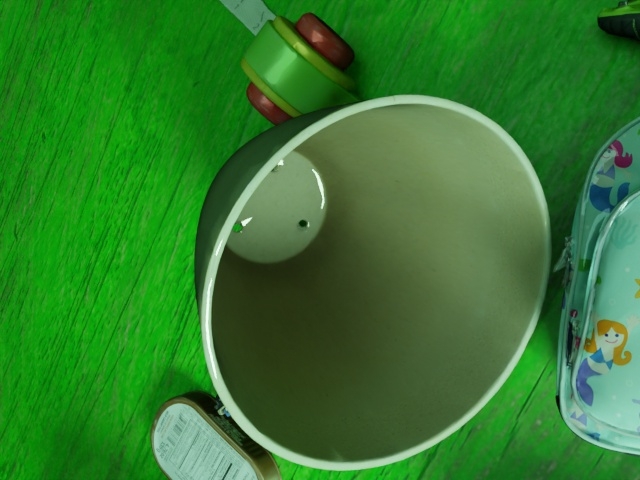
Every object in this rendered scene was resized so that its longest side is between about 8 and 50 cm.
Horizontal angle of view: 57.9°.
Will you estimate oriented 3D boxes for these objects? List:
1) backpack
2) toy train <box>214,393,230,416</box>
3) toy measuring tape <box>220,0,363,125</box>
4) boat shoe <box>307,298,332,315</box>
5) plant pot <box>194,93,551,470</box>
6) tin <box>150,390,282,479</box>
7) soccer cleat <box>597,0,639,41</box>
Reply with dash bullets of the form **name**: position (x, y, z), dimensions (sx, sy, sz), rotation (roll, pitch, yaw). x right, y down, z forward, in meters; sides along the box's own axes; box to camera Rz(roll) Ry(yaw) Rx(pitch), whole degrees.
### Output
- **backpack**: position (0.279, 0.028, 0.387), dimensions (0.225, 0.191, 0.254), rotation (8, 85, 30)
- **toy train**: position (-0.061, 0.152, 0.650), dimensions (0.158, 0.027, 0.036), rotation (-40, 80, 20)
- **toy measuring tape**: position (-0.060, -0.220, 0.625), dimensions (0.121, 0.121, 0.330), rotation (-47, 67, 18)
- **boat shoe**: position (0.005, 0.082, 0.598), dimensions (0.135, 0.045, 0.050), rotation (31, 66, 21)
- **plant pot**: position (0.000, 0.000, 0.495), dimensions (0.274, 0.256, 0.257), rotation (36, 107, 62)
- **tin**: position (-0.126, 0.258, 0.673), dimensions (0.189, 0.040, 0.106), rotation (34, 107, 26)
- **soccer cleat**: position (0.305, -0.154, 0.451), dimensions (0.178, 0.060, 0.072), rotation (21, 129, 37)
